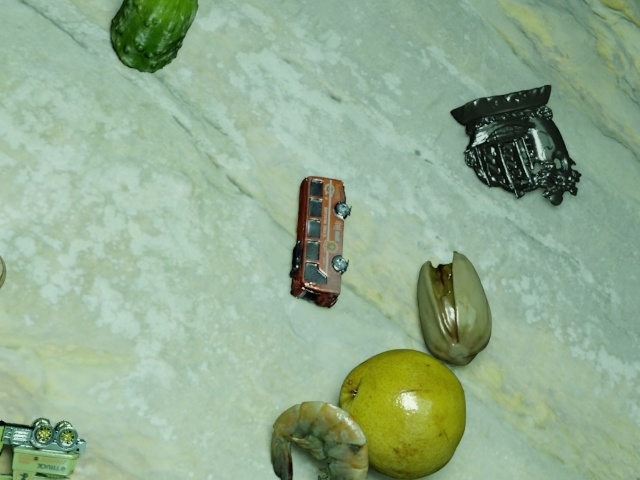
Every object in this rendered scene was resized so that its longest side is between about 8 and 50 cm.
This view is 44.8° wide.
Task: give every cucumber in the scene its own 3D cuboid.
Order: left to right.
[{"bbox_3d":[-0.269,-0.398,1.326,0.134,0.244,0.134,11,66,-27],"label":"cucumber"}]

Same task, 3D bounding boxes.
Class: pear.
[{"bbox_3d":[0.126,0.276,1.257,0.208,0.209,0.209,9,66,-21],"label":"pear"}]

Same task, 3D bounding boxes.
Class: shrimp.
[{"bbox_3d":[0.005,0.389,1.214,0.058,0.169,0.296,-27,112,-60],"label":"shrimp"}]

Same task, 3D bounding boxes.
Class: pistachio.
[{"bbox_3d":[0.243,0.123,1.417,0.129,0.131,0.206,-14,66,15],"label":"pistachio"}]

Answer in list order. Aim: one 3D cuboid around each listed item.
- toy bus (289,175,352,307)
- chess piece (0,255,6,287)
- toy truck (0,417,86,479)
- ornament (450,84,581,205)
[{"bbox_3d":[0.000,0.000,1.388,0.096,0.073,0.235,10,65,-11],"label":"toy bus"},{"bbox_3d":[-0.511,0.047,1.152,0.083,0.038,0.084,8,68,-19],"label":"chess piece"},{"bbox_3d":[-0.417,0.296,1.075,0.168,0.077,0.100,14,78,-23],"label":"toy truck"},{"bbox_3d":[0.420,-0.186,1.641,0.251,0.106,0.261,-13,84,-21],"label":"ornament"}]
